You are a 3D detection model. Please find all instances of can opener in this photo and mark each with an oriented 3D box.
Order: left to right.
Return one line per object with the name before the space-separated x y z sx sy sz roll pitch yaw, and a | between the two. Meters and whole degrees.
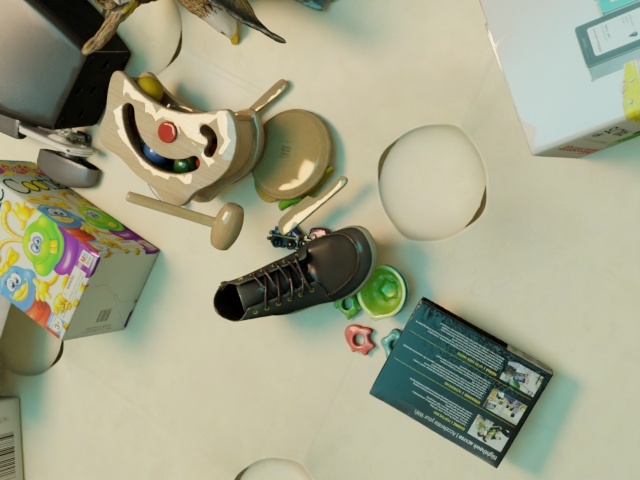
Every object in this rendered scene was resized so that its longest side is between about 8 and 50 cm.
can opener | -0.451 -0.162 1.554 0.280 0.074 0.093 27 105 24

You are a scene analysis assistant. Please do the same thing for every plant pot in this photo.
plant pot | -0.386 -0.255 1.468 0.167 0.188 0.187 34 107 8

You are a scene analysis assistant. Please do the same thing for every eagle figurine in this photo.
eagle figurine | -0.142 -0.340 1.332 0.298 0.225 0.226 -1 81 38

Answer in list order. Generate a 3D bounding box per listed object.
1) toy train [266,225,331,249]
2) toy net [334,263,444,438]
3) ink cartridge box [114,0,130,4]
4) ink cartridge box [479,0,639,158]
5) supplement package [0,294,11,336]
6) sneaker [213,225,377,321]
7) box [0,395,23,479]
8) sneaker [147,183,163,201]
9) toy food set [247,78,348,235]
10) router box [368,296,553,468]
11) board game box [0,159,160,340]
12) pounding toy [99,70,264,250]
toy train | 0.000 0.000 1.357 0.158 0.027 0.036 8 93 26
toy net | 0.096 0.149 1.304 0.122 0.045 0.232 -28 80 25
ink cartridge box | -0.136 -0.405 1.253 0.176 0.371 0.069 42 148 32
ink cartridge box | 0.337 -0.222 1.078 0.270 0.198 0.197 -20 84 27
supplement package | -0.582 0.135 1.531 0.203 0.149 0.194 2 74 52
sneaker | -0.032 0.052 1.291 0.222 0.118 0.083 -33 75 43
box | -0.559 0.337 1.572 0.119 0.182 0.181 -3 91 27
sneaker | -0.216 -0.107 1.454 0.067 0.042 0.118 -41 72 26
toy food set | -0.040 -0.111 1.372 0.132 0.038 0.192 -37 65 18
router box | 0.167 0.168 1.237 0.179 0.046 0.133 30 97 8
board game box | -0.398 0.007 1.496 0.275 0.144 0.142 32 105 22
pounding toy | -0.181 -0.125 1.331 0.269 0.155 0.154 41 111 15
